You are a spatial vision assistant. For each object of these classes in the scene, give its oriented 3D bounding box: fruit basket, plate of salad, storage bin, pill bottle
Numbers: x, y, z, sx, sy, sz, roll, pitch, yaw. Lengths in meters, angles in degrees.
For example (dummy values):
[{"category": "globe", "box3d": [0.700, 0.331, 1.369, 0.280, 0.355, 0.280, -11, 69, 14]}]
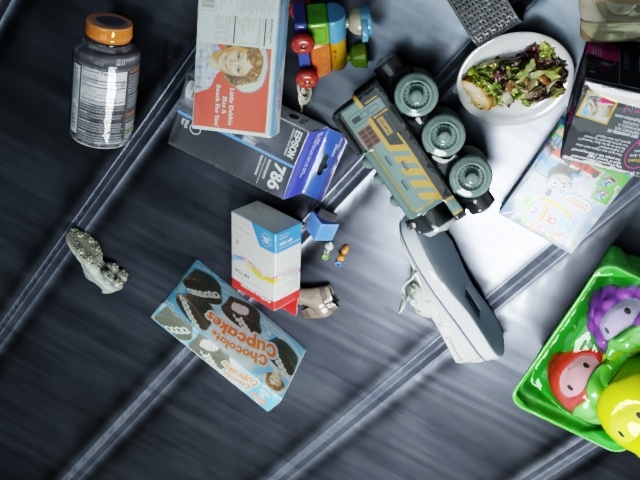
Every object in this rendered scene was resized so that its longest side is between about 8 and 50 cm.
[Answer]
[{"category": "fruit basket", "box3d": [0.544, 0.242, 1.569, 0.282, 0.392, 0.392, 25, 123, 3]}, {"category": "plate of salad", "box3d": [0.336, -0.270, 1.504, 0.199, 0.048, 0.200, 2, 136, 2]}, {"category": "storage bin", "box3d": [0.253, -0.424, 1.429, 0.084, 0.122, 0.180, -27, 108, 28]}, {"category": "pill bottle", "box3d": [-0.421, -0.314, 1.704, 0.130, 0.130, 0.246, 19, 122, 7]}]

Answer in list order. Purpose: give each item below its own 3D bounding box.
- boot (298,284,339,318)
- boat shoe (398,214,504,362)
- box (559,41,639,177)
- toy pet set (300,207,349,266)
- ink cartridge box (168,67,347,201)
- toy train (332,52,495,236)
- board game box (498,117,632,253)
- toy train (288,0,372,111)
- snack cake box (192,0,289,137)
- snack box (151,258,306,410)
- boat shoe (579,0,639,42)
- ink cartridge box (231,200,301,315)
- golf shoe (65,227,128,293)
[{"category": "boot", "box3d": [-0.017, 0.116, 1.873, 0.087, 0.042, 0.118, -25, 109, 21]}, {"category": "boat shoe", "box3d": [0.221, 0.108, 1.746, 0.156, 0.136, 0.367, -20, 120, 30]}, {"category": "box", "box3d": [0.485, -0.217, 1.396, 0.163, 0.247, 0.142, 16, 123, 10]}, {"category": "toy pet set", "box3d": [0.000, 0.000, 1.783, 0.122, 0.065, 0.114, 26, 123, 2]}, {"category": "ink cartridge box", "box3d": [-0.125, -0.198, 1.714, 0.332, 0.065, 0.165, 24, 122, 3]}, {"category": "toy train", "box3d": [0.171, -0.166, 1.571, 0.190, 0.142, 0.334, -33, 103, 13]}, {"category": "board game box", "box3d": [0.451, -0.097, 1.600, 0.160, 0.039, 0.211, 29, 124, 0]}, {"category": "toy train", "box3d": [0.023, -0.327, 1.588, 0.143, 0.105, 0.248, -5, 147, 2]}, {"category": "snack cake box", "box3d": [-0.144, -0.329, 1.587, 0.152, 0.089, 0.264, 8, 104, 8]}, {"category": "snack box", "box3d": [-0.191, 0.202, 1.886, 0.322, 0.187, 0.060, 40, 122, -7]}, {"category": "boat shoe", "box3d": [0.576, -0.381, 1.350, 0.341, 0.122, 0.110, -2, 117, 20]}, {"category": "ink cartridge box", "box3d": [-0.114, 0.050, 1.814, 0.134, 0.078, 0.231, 26, 127, 36]}, {"category": "golf shoe", "box3d": [-0.526, 0.055, 1.986, 0.086, 0.069, 0.176, -31, 104, 36]}]
